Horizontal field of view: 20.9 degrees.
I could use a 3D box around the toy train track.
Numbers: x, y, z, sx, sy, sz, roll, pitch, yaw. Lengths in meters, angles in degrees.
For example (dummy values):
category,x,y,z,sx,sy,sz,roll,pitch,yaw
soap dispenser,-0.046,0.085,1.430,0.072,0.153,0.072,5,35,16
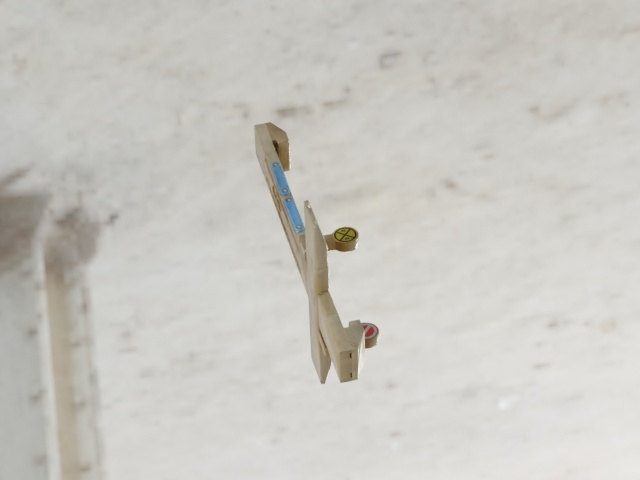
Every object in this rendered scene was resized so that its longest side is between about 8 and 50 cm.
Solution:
category,x,y,z,sx,sy,sz,roll,pitch,yaw
toy train track,0.000,0.000,0.404,0.014,0.083,0.048,-11,132,-10
